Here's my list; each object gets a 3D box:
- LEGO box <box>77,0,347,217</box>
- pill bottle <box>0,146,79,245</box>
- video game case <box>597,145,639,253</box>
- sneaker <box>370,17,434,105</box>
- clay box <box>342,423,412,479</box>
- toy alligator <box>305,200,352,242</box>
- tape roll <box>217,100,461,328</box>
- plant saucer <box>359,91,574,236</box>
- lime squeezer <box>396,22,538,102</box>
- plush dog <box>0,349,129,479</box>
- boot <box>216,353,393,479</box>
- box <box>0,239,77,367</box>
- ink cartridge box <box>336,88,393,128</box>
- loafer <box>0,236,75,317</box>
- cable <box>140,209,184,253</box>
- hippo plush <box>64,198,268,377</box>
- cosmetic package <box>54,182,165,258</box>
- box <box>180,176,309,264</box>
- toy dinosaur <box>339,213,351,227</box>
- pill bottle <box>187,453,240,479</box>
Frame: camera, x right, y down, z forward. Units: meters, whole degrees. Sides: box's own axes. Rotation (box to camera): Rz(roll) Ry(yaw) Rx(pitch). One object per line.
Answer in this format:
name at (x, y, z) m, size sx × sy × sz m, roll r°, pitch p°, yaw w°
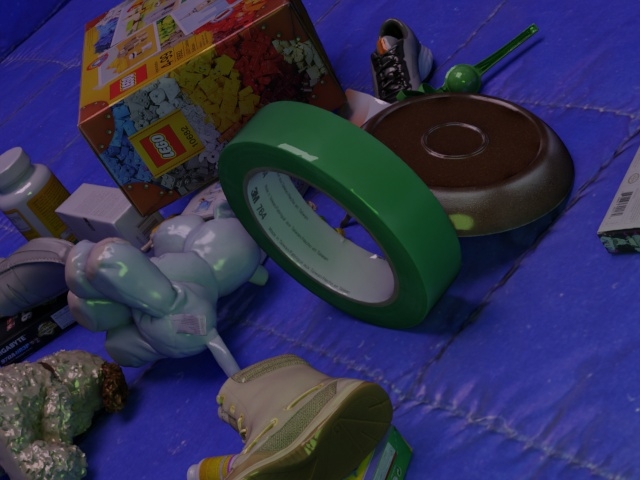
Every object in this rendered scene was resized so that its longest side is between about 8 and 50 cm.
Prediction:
LEGO box at (-0.195, -0.299, 2.084) m, size 0.372 × 0.193 × 0.500 m, roll -29°, pitch 28°, yaw 6°
pill bottle at (-0.522, -0.067, 2.311) m, size 0.117 × 0.208 × 0.118 m, roll -27°, pitch 30°, yaw 17°
video game case at (0.452, -0.083, 1.435) m, size 0.210 × 0.042 × 0.232 m, roll -6°, pitch 41°, yaw 44°
sneaker at (0.118, -0.256, 1.997) m, size 0.100 × 0.108 × 0.272 m, roll -23°, pitch 35°, yaw 21°
clay box at (-0.016, 0.279, 1.396) m, size 0.222 × 0.053 × 0.127 m, roll -13°, pitch 35°, yaw 35°
toy alligator at (0.000, 0.000, 1.807) m, size 0.190 × 0.056 × 0.051 m, roll -124°, pitch 48°, yaw -62°
tape roll at (0.020, -0.027, 1.534) m, size 0.321 × 0.321 × 0.077 m, roll 6°, pitch 49°, yaw 52°
plant saucer at (0.175, -0.114, 1.634) m, size 0.310 × 0.050 × 0.311 m, roll -3°, pitch 37°, yaw 2°
lime squeezer at (0.203, -0.248, 1.895) m, size 0.310 × 0.110 × 0.059 m, roll -29°, pitch 60°, yaw -34°
plush dog at (-0.400, 0.228, 1.790) m, size 0.262 × 0.211 × 0.225 m, roll -3°, pitch 16°, yaw 43°
boot at (-0.070, 0.230, 1.370) m, size 0.262 × 0.095 × 0.203 m, roll -42°, pitch 28°, yaw -19°
box at (-0.491, 0.108, 2.179) m, size 0.175 × 0.051 × 0.220 m, roll -32°, pitch 29°, yaw 6°
ink cartridge box at (0.069, -0.144, 1.890) m, size 0.179 × 0.045 × 0.145 m, roll 27°, pitch 94°, yaw 60°
loafer at (-0.496, 0.076, 2.077) m, size 0.319 × 0.112 × 0.111 m, roll -18°, pitch 38°, yaw 43°
cable at (-0.172, -0.068, 2.072) m, size 0.139 × 0.072 × 0.287 m, roll 1°, pitch 45°, yaw 41°
hippo plush at (-0.200, 0.035, 1.763) m, size 0.294 × 0.234 × 0.237 m, roll 1°, pitch 43°, yaw 42°
cosmetic package at (-0.353, -0.026, 2.162) m, size 0.085 × 0.117 × 0.231 m, roll -48°, pitch 29°, yaw -23°
box at (-0.115, -0.063, 1.955) m, size 0.103 × 0.114 × 0.203 m, roll -9°, pitch 37°, yaw 38°
toy dinosaur at (0.124, -0.076, 1.752) m, size 0.268 × 0.064 × 0.118 m, roll 1°, pitch 68°, yaw 50°
pill bottle at (-0.122, 0.283, 1.516) m, size 0.083 × 0.043 × 0.043 m, roll -13°, pitch 36°, yaw 35°
